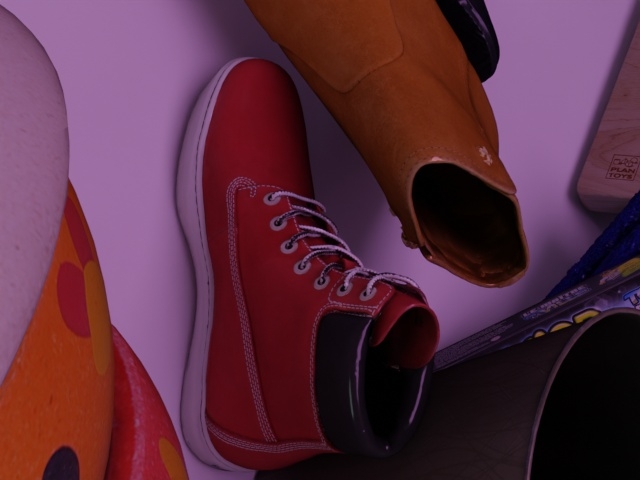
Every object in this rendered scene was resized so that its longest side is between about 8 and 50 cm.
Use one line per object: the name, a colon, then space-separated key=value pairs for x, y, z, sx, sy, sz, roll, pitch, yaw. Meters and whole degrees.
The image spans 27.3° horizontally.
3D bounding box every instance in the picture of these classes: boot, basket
boot: x=0.109 y=-0.185 z=0.944 sx=0.099 sy=0.045 sz=0.121 roll=-45 pitch=109 yaw=-40
basket: x=0.079 y=0.148 z=0.723 sx=0.154 sy=0.227 sz=0.204 roll=25 pitch=66 yaw=-35
boot: x=0.027 y=-0.113 z=0.744 sx=0.295 sy=0.104 sz=0.211 roll=45 pitch=18 yaw=-40
boot: x=0.000 y=0.000 z=0.722 sx=0.088 sy=0.176 sz=0.244 roll=9 pitch=73 yaw=-37

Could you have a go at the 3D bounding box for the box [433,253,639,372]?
box: x=0.168 y=0.091 z=0.852 sx=0.207 sy=0.036 sz=0.114 roll=-27 pitch=101 yaw=4

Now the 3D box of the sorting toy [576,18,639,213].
sorting toy: x=0.365 y=-0.099 z=1.018 sx=0.255 sy=0.257 sz=0.089 roll=-64 pitch=143 yaw=-27

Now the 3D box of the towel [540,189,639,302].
towel: x=0.288 y=0.115 z=0.942 sx=0.308 sy=0.076 sz=0.227 roll=40 pitch=91 yaw=-24

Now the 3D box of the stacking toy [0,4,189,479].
stacking toy: x=-0.144 y=0.162 z=0.538 sx=0.480 sy=0.351 sz=0.350 roll=55 pitch=50 yaw=-41
